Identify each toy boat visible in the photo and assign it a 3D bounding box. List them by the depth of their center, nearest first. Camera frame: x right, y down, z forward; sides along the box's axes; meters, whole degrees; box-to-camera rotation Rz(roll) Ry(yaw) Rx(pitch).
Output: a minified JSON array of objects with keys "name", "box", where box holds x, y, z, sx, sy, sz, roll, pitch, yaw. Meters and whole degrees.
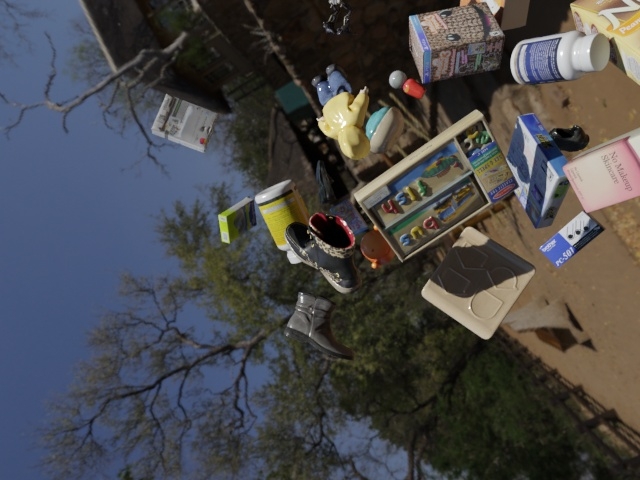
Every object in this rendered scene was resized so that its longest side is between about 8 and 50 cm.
[{"name":"toy boat","box":[0.266,-0.487,1.986,0.148,0.318,0.267,32,-175,9]}]

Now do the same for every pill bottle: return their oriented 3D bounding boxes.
[{"name":"pill bottle","box":[0.480,-0.367,1.040,0.169,0.094,0.094,18,146,57]},{"name":"pill bottle","box":[-0.135,-0.078,2.244,0.188,0.187,0.334,-85,-28,-75]}]

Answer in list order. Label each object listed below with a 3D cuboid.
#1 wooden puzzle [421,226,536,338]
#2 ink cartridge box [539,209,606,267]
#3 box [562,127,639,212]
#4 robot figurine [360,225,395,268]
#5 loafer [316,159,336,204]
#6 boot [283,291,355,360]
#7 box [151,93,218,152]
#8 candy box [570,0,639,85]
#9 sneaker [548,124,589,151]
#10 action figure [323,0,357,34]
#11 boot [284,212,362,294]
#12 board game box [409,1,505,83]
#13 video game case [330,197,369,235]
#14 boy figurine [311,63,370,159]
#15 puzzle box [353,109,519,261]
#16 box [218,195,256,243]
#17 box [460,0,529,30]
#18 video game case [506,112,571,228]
[{"name":"wooden puzzle","box":[0.634,0.169,2.088,0.322,0.348,0.080,35,-178,18]},{"name":"ink cartridge box","box":[0.902,-0.004,1.856,0.097,0.207,0.046,51,-148,19]},{"name":"box","box":[0.788,-0.189,1.343,0.232,0.126,0.149,-27,92,56]},{"name":"robot figurine","box":[0.240,0.028,2.165,0.128,0.158,0.219,41,-178,24]},{"name":"loafer","box":[0.020,-0.224,1.975,0.062,0.061,0.170,156,108,-81]},{"name":"boot","box":[0.027,0.368,2.245,0.337,0.223,0.118,24,170,-2]},{"name":"box","box":[-0.460,-0.400,1.764,0.038,0.186,0.145,135,153,-70]},{"name":"candy box","box":[0.647,-0.424,1.001,0.088,0.182,0.317,51,-159,-37]},{"name":"sneaker","box":[1.027,-0.438,2.297,0.130,0.286,0.109,35,-133,-42]},{"name":"action figure","box":[0.078,-0.892,1.867,0.140,0.163,0.276,-27,-53,-48]},{"name":"boot","box":[0.000,0.000,1.851,0.377,0.138,0.284,45,160,28]},{"name":"board game box","box":[0.493,-0.731,1.908,0.141,0.290,0.232,76,-176,-54]},{"name":"video game case","box":[0.134,-0.102,2.390,0.166,0.119,0.015,55,-139,-8]},{"name":"boy figurine","box":[0.071,-0.355,1.442,0.092,0.177,0.286,10,-127,-53]},{"name":"puzzle box","box":[0.333,-0.141,1.474,0.272,0.408,0.052,49,-168,-31]},{"name":"box","box":[-0.288,-0.077,1.846,0.178,0.042,0.109,-41,-42,-47]},{"name":"box","box":[0.685,-1.015,1.999,0.215,0.168,0.346,34,136,44]},{"name":"video game case","box":[0.675,-0.216,1.623,0.244,0.061,0.270,84,173,-54]}]
